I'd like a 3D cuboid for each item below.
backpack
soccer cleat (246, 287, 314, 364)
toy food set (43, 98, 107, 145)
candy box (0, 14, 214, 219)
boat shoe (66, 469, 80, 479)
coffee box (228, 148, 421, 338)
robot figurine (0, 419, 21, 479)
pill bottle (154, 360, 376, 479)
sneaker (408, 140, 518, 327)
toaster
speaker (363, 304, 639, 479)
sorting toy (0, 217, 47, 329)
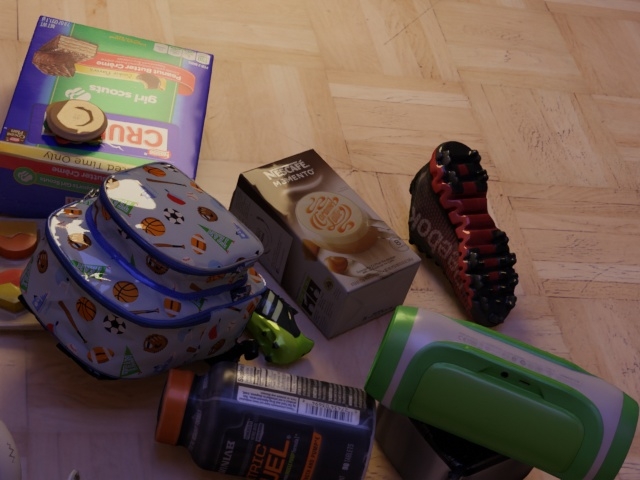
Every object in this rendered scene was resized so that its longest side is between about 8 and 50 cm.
[{"bbox_3d":[-0.216,0.043,1.557,0.276,0.213,0.263,36,35,19],"label":"backpack"},{"bbox_3d":[-0.076,0.088,1.699,0.072,0.060,0.179,-12,56,-42],"label":"soccer cleat"},{"bbox_3d":[-0.323,-0.156,1.707,0.083,0.020,0.083,6,45,-11],"label":"toy food set"},{"bbox_3d":[-0.303,-0.159,1.822,0.268,0.122,0.317,11,44,-9],"label":"candy box"},{"bbox_3d":[-0.249,0.317,1.334,0.367,0.136,0.156,-4,47,-27],"label":"boat shoe"},{"bbox_3d":[0.000,0.000,1.782,0.141,0.098,0.246,-22,56,-36],"label":"coffee box"},{"bbox_3d":[-0.431,0.252,1.282,0.173,0.209,0.278,33,26,26],"label":"robot figurine"},{"bbox_3d":[-0.067,0.215,1.509,0.245,0.130,0.130,12,42,-7],"label":"pill bottle"},{"bbox_3d":[0.197,0.003,1.856,0.097,0.135,0.276,-1,68,-38],"label":"sneaker"},{"bbox_3d":[0.167,0.232,1.591,0.185,0.110,0.168,-16,52,-33],"label":"toaster"},{"bbox_3d":[0.206,0.178,1.484,0.296,0.131,0.131,22,42,3],"label":"speaker"},{"bbox_3d":[-0.425,0.035,1.636,0.208,0.038,0.193,4,44,-16],"label":"sorting toy"}]
